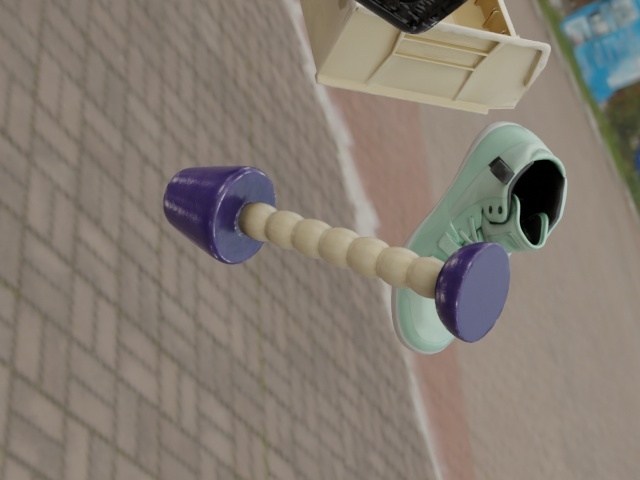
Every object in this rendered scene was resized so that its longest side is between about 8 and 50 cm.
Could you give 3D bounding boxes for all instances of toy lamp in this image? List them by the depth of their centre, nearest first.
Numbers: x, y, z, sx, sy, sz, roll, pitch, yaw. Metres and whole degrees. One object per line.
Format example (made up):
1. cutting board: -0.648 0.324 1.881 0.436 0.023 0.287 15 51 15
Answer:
1. toy lamp: 0.000 0.000 0.963 0.080 0.275 0.080 -26 124 -48

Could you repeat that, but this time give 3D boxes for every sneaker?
1. sneaker: 0.151 0.011 1.299 0.094 0.255 0.151 22 10 -15

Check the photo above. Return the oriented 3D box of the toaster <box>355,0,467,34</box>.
1. toaster: 0.070 -0.254 0.959 0.186 0.168 0.110 29 47 -22

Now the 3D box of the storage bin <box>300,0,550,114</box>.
1. storage bin: 0.107 -0.290 1.512 0.260 0.123 0.262 7 49 -25
